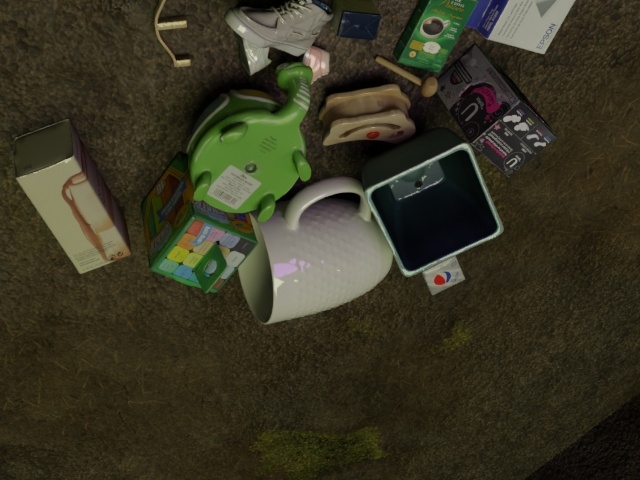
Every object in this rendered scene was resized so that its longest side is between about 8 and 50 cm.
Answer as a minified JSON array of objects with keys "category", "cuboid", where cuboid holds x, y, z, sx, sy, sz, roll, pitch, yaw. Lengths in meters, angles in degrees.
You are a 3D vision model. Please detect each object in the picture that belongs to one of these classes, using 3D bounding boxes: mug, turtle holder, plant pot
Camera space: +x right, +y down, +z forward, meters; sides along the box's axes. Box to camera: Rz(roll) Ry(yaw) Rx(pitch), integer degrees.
[{"category":"mug","cuboid":[0.000,0.000,1.968,0.327,0.276,0.374,-11,140,-22]},{"category":"turtle holder","cuboid":[-0.154,-0.223,1.750,0.243,0.227,0.320,1,130,-19]},{"category":"plant pot","cuboid":[0.234,-0.119,1.916,0.247,0.252,0.248,-25,119,6]}]

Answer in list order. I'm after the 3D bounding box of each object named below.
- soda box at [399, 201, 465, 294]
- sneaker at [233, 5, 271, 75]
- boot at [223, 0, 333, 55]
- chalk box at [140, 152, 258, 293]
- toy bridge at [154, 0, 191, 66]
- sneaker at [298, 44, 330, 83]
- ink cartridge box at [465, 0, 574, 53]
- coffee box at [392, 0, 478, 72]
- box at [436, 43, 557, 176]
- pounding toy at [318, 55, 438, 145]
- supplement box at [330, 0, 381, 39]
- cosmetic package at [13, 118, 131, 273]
[{"category":"soda box","cuboid":[0.250,-0.008,2.041,0.091,0.286,0.098,-26,135,4]},{"category":"sneaker","cuboid":[-0.139,-0.414,1.711,0.061,0.054,0.152,-27,139,-17]},{"category":"boot","cuboid":[-0.074,-0.439,1.623,0.123,0.095,0.258,-45,164,24]},{"category":"chalk box","cuboid":[-0.270,-0.016,1.855,0.179,0.289,0.180,24,120,-34]},{"category":"toy bridge","cuboid":[-0.296,-0.430,1.653,0.063,0.026,0.188,-8,133,-10]},{"category":"sneaker","cuboid":[-0.019,-0.353,1.799,0.070,0.051,0.134,9,124,-19]},{"category":"ink cartridge box","cuboid":[0.443,-0.527,1.802,0.223,0.045,0.223,7,128,-24]},{"category":"coffee box","cuboid":[0.246,-0.457,1.802,0.113,0.040,0.184,8,128,-25]},{"category":"box","cuboid":[0.379,-0.288,1.856,0.142,0.247,0.163,-43,130,19]},{"category":"pounding toy","cuboid":[0.126,-0.308,1.879,0.269,0.155,0.154,-9,162,2]},{"category":"supplement box","cuboid":[0.069,-0.457,1.712,0.083,0.083,0.056,1,131,-19]},{"category":"cosmetic package","cuboid":[-0.528,-0.091,1.798,0.129,0.153,0.296,-21,136,-1]}]
